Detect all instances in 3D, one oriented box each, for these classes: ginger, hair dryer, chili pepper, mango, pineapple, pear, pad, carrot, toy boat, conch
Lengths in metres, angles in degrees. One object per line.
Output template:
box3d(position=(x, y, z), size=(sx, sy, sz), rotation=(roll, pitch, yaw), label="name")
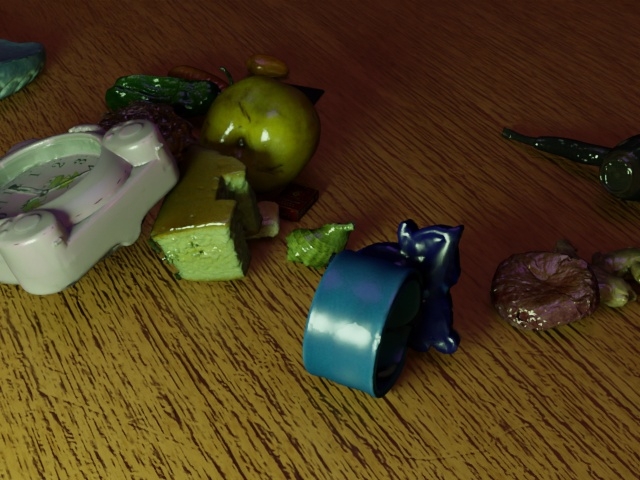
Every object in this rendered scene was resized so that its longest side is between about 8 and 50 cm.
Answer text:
box3d(position=(0.475, 0.038, 1.359), size=(0.259, 0.065, 0.149), rotation=(-4, 40, 0), label="ginger")
box3d(position=(0.488, -0.167, 1.657), size=(0.359, 0.120, 0.304), rotation=(21, 29, 39), label="hair dryer")
box3d(position=(-0.287, -0.268, 1.742), size=(0.257, 0.074, 0.100), rotation=(5, 67, 11), label="chili pepper")
box3d(position=(-0.108, -0.356, 1.922), size=(0.089, 0.046, 0.060), rotation=(15, 36, -5), label="mango")
box3d(position=(-0.312, -0.180, 1.617), size=(0.225, 0.076, 0.225), rotation=(-2, 36, 1), label="pineapple")
box3d(position=(-0.096, -0.173, 1.527), size=(0.200, 0.200, 0.200), rotation=(2, 34, -1), label="pear")
box3d(position=(-0.066, -0.273, 1.837), size=(0.112, 0.003, 0.157), rotation=(12, 35, 14), label="pad")
box3d(position=(-0.194, -0.278, 1.792), size=(0.271, 0.062, 0.066), rotation=(29, 9, 28), label="carrot")
box3d(position=(-0.672, -0.316, 1.794), size=(0.215, 0.123, 0.330), rotation=(16, 25, 6), label="toy boat")
box3d(position=(0.000, 0.000, 1.377), size=(0.121, 0.074, 0.089), rotation=(-30, 10, 19), label="conch")

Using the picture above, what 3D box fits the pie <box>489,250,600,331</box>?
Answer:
box3d(position=(0.310, 0.065, 1.302), size=(0.153, 0.038, 0.153), rotation=(-11, 43, 10), label="pie")

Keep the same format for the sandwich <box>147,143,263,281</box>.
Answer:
box3d(position=(-0.155, -0.055, 1.370), size=(0.128, 0.122, 0.235), rotation=(-5, 43, 13), label="sandwich")

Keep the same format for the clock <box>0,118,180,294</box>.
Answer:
box3d(position=(-0.390, -0.054, 1.327), size=(0.322, 0.113, 0.295), rotation=(6, 43, 36), label="clock")

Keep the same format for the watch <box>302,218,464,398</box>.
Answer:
box3d(position=(0.070, 0.087, 1.156), size=(0.171, 0.196, 0.200), rotation=(9, 26, 26), label="watch")

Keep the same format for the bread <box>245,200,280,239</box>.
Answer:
box3d(position=(-0.103, -0.029, 1.449), size=(0.083, 0.035, 0.070), rotation=(-8, 35, -4), label="bread")

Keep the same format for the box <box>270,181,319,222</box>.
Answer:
box3d(position=(-0.042, -0.063, 1.512), size=(0.051, 0.023, 0.082), rotation=(17, 37, 19), label="box")
